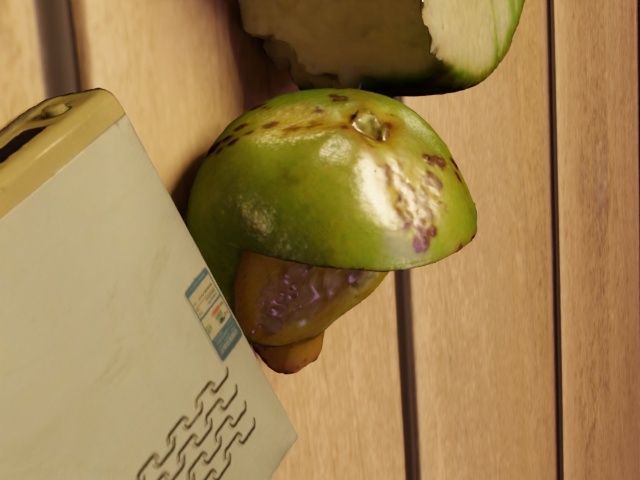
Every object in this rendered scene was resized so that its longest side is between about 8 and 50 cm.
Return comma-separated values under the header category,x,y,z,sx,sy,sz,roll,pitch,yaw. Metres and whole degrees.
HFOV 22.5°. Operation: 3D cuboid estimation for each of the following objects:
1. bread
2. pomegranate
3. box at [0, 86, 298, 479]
category,x,y,z,sx,sy,sz,roll,pitch,yaw
bread,0.028,-0.258,0.866,0.366,0.129,0.382,5,89,-71
pomegranate,-0.007,-0.012,0.830,0.143,0.169,0.122,-30,83,-31
box,-0.109,0.080,0.609,0.211,0.045,0.270,63,31,-18
